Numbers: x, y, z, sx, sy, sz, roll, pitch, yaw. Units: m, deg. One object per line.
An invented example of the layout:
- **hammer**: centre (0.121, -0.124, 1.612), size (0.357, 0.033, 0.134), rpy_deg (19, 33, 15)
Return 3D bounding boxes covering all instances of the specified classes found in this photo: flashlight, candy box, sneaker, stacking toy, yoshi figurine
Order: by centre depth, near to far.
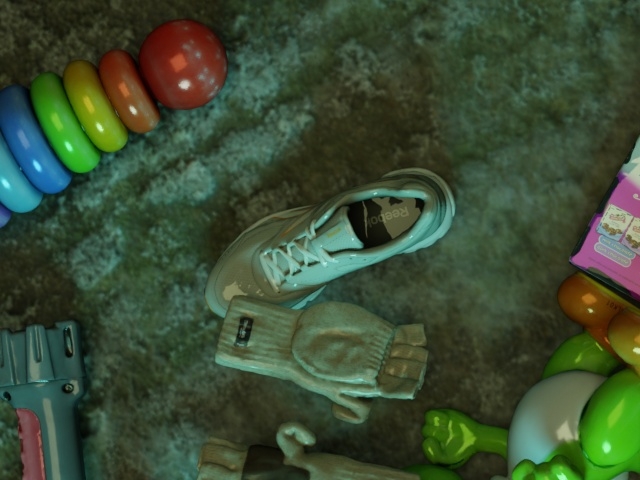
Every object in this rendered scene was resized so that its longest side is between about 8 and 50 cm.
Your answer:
- **yoshi figurine**: centre (0.174, 0.200, 1.452), size (0.203, 0.203, 0.362), rpy_deg (36, 96, 24)
- **candy box**: centre (0.358, -0.042, 1.480), size (0.159, 0.071, 0.233), rpy_deg (30, 94, 8)
- **sneaker**: centre (0.000, 0.000, 1.506), size (0.262, 0.121, 0.099), rpy_deg (-27, 86, 8)
- **stacking toy**: centre (-0.244, -0.119, 1.545), size (0.330, 0.141, 0.141), rpy_deg (-26, 85, 3)
- **flashlight**: centre (-0.281, 0.237, 1.557), size (0.103, 0.103, 0.304), rpy_deg (-16, 80, 52)

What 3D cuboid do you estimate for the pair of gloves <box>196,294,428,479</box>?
- **pair of gloves**: centre (-0.005, 0.168, 1.450), size (0.204, 0.042, 0.240), rpy_deg (4, 61, 6)
